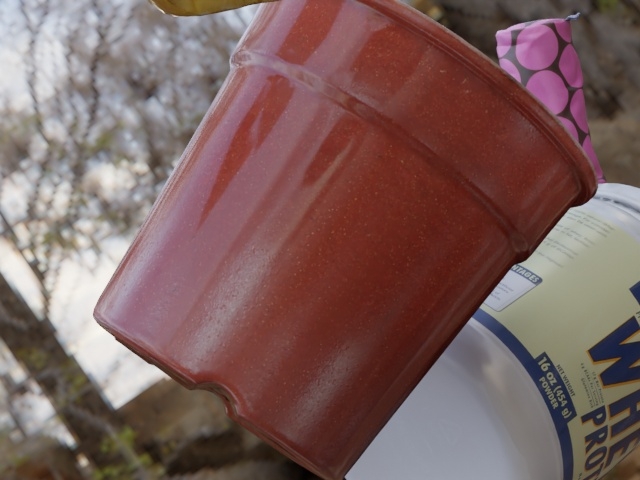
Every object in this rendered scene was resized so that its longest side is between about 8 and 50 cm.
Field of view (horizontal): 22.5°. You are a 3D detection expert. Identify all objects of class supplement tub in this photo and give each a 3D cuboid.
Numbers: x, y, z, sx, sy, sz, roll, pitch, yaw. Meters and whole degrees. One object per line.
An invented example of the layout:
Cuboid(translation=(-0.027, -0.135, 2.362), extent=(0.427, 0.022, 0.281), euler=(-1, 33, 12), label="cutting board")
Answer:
Cuboid(translation=(0.181, 0.100, 1.383), extent=(0.325, 0.235, 0.235), euler=(-31, -16, -40), label="supplement tub")

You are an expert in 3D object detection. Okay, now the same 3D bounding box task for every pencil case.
Cuboid(translation=(0.266, -0.147, 1.820), extent=(0.095, 0.209, 0.098), euler=(-11, -2, 34), label="pencil case")

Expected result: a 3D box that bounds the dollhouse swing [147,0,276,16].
Cuboid(translation=(0.049, -0.294, 0.715), extent=(0.347, 0.305, 0.315), euler=(-16, 2, -30), label="dollhouse swing")

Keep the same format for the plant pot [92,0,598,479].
Cuboid(translation=(0.000, 0.000, 1.085), extent=(0.265, 0.272, 0.272), euler=(-55, -14, -8), label="plant pot")
